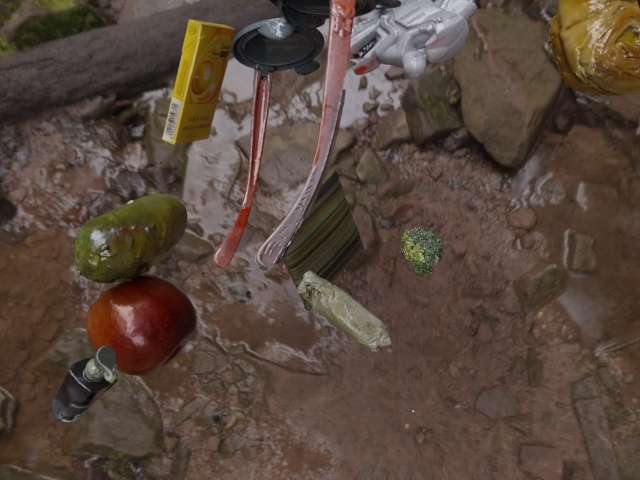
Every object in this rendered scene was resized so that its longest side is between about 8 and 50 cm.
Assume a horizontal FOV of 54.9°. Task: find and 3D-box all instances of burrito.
[{"bbox_3d":[0.040,0.122,1.033,0.188,0.045,0.058,37,115,-4],"label":"burrito"}]

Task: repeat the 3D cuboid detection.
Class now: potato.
[{"bbox_3d":[-0.381,-0.006,1.285,0.141,0.298,0.176,52,128,3],"label":"potato"}]

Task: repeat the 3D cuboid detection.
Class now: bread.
[{"bbox_3d":[0.471,-0.335,0.979,0.198,0.120,0.236,1,74,-11],"label":"bread"}]

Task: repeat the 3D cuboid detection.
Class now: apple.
[{"bbox_3d":[-0.386,0.182,1.339,0.218,0.218,0.201,-41,90,-4],"label":"apple"}]

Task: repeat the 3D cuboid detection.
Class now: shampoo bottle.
[{"bbox_3d":[-0.354,0.220,0.936,0.057,0.208,0.063,-29,79,-47],"label":"shampoo bottle"}]

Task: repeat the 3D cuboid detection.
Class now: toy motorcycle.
[{"bbox_3d":[0.165,-0.373,1.134,0.260,0.110,0.170,-14,64,24],"label":"toy motorcycle"}]

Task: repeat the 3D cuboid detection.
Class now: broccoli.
[{"bbox_3d":[0.176,0.020,1.100,0.097,0.095,0.092,26,114,27],"label":"broccoli"}]

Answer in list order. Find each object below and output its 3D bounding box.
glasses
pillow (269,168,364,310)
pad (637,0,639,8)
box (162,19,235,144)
[{"bbox_3d":[-0.026,-0.102,0.606,0.118,0.234,0.268,6,86,-24],"label":"glasses"},{"bbox_3d":[0.000,0.000,1.237,0.052,0.212,0.208,10,45,41],"label":"pillow"},{"bbox_3d":[0.437,-0.285,0.561,0.007,0.367,0.247,5,67,-14],"label":"pad"},{"bbox_3d":[-0.274,-0.355,1.397,0.044,0.152,0.269,25,112,13],"label":"box"}]
